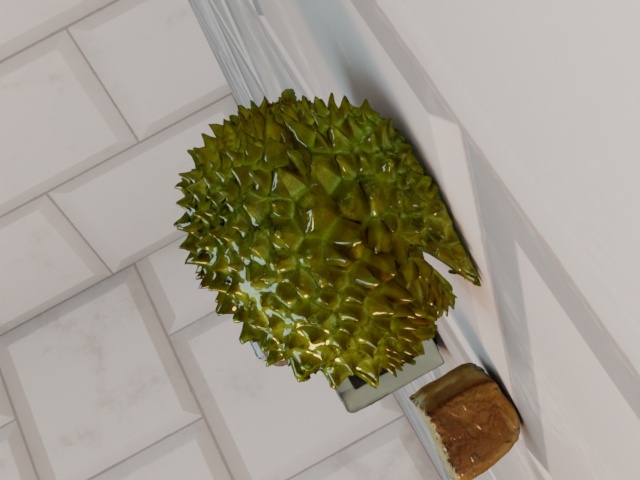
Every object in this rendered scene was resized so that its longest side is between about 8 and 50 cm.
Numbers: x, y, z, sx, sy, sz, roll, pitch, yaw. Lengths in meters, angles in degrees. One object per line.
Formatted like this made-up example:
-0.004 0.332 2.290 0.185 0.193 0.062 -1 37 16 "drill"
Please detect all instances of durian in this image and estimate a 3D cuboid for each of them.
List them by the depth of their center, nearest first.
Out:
-0.002 0.000 0.815 0.200 0.176 0.237 40 178 -32 "durian"

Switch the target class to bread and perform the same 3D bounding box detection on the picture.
0.121 0.148 0.951 0.077 0.070 0.083 62 179 -6 "bread"

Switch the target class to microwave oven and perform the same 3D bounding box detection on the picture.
0.031 0.062 1.257 0.208 0.122 0.162 62 178 0 "microwave oven"

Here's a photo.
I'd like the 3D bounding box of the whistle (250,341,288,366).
-0.077 0.053 1.296 0.220 0.057 0.107 64 178 5 "whistle"
